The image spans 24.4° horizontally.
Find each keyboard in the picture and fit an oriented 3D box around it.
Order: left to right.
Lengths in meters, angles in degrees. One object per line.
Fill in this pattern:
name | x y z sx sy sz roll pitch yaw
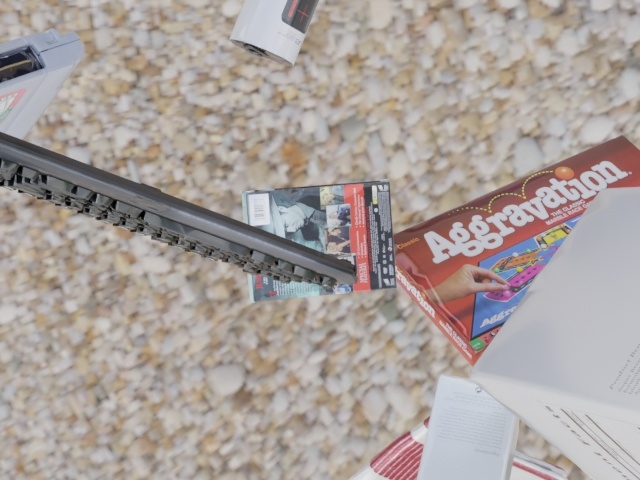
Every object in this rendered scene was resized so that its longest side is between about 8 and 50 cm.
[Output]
keyboard | -0.148 -0.029 0.924 0.201 0.317 0.033 14 84 59

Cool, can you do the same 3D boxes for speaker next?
speaker | -0.021 -0.204 1.128 0.055 0.055 0.136 22 89 18

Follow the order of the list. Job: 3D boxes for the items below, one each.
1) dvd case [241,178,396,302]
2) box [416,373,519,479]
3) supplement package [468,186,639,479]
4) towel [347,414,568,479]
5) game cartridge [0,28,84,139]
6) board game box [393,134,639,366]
dvd case | 0.000 0.000 1.144 0.119 0.013 0.087 -6 93 -21
box | 0.158 0.251 1.602 0.091 0.130 0.170 10 64 11
supplement package | 0.262 0.082 0.940 0.175 0.293 0.177 40 79 -16
towel | 0.130 0.347 1.914 0.237 0.037 0.329 25 130 -26
game cartridge | -0.396 -0.118 1.516 0.196 0.294 0.060 -35 84 49
board game box | 0.205 0.002 1.305 0.145 0.281 0.027 48 150 35
